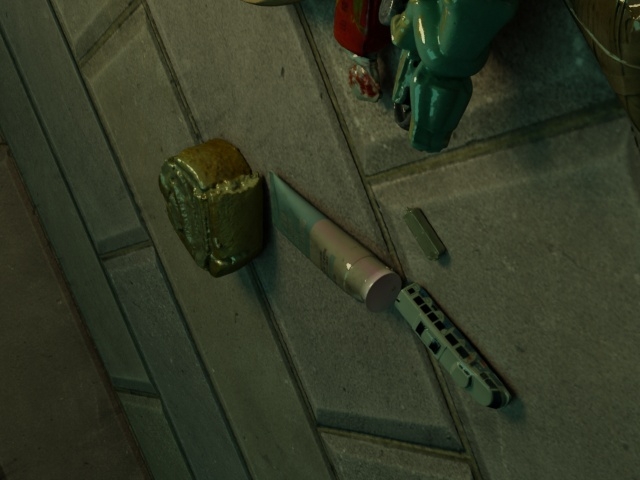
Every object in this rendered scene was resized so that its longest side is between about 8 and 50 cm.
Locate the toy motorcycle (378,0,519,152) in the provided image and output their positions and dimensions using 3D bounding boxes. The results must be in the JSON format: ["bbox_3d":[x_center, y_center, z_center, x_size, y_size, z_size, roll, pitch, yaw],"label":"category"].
[{"bbox_3d":[0.136,-0.233,0.753,0.198,0.109,0.296,-108,29,-61],"label":"toy motorcycle"}]

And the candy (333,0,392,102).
[{"bbox_3d":[0.059,-0.298,0.925,0.086,0.059,0.292,43,142,36],"label":"candy"}]

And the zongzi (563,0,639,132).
[{"bbox_3d":[0.253,-0.201,0.715,0.189,0.081,0.178,55,169,34],"label":"zongzi"}]

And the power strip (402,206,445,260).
[{"bbox_3d":[0.137,-0.011,1.051,0.083,0.017,0.027,59,147,8],"label":"power strip"}]

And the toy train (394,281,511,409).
[{"bbox_3d":[0.180,0.148,1.074,0.207,0.047,0.043,50,147,24],"label":"toy train"}]

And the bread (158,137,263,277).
[{"bbox_3d":[-0.188,-0.047,1.407,0.186,0.124,0.257,26,134,45],"label":"bread"}]

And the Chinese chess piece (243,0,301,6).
[{"bbox_3d":[-0.067,-0.430,0.972,0.270,0.112,0.270,36,139,38],"label":"Chinese chess piece"}]

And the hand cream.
[{"bbox_3d":[0.000,0.000,1.220,0.312,0.070,0.111,37,142,43],"label":"hand cream"}]
